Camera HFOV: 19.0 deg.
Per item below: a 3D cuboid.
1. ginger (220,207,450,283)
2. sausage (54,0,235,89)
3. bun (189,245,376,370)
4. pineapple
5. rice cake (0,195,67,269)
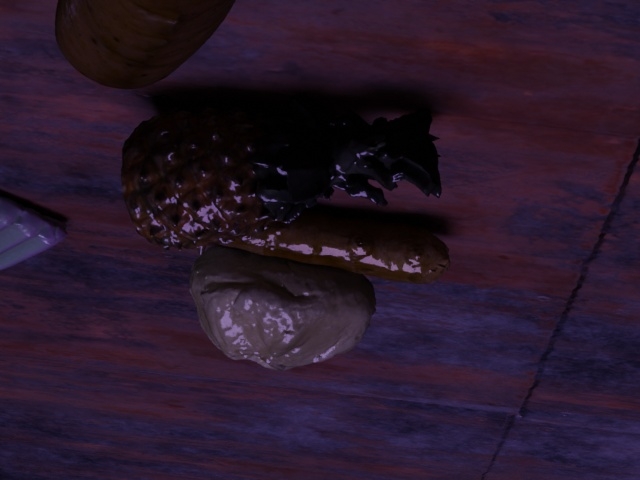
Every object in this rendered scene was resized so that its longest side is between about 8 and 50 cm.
[{"bbox_3d":[0.001,-0.004,2.090,0.298,0.065,0.118,12,170,-12],"label":"ginger"},{"bbox_3d":[-0.110,-0.241,1.435,0.136,0.123,0.501,38,156,1],"label":"sausage"},{"bbox_3d":[-0.046,0.082,2.186,0.220,0.134,0.220,10,179,0],"label":"bun"},{"bbox_3d":[-0.036,-0.064,1.832,0.310,0.141,0.170,-4,-166,18],"label":"pineapple"},{"bbox_3d":[-0.409,-0.014,2.233,0.189,0.037,0.198,24,153,-36],"label":"rice cake"}]
